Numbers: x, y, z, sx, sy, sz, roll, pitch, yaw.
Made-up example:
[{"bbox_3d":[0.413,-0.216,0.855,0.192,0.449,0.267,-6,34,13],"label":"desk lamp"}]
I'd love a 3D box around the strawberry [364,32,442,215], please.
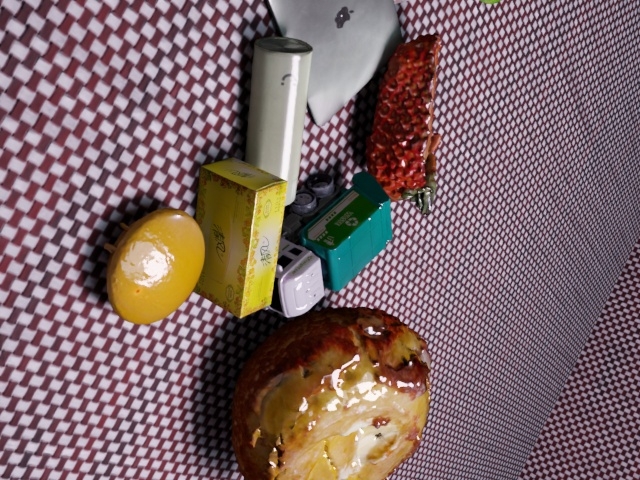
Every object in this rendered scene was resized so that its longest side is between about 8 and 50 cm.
[{"bbox_3d":[0.122,-0.168,1.318,0.188,0.106,0.286,-70,161,-57],"label":"strawberry"}]

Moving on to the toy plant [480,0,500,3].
[{"bbox_3d":[0.275,-0.508,1.261,0.224,0.185,0.315,-59,159,-32],"label":"toy plant"}]

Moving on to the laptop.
[{"bbox_3d":[0.024,-0.292,1.152,0.187,0.015,0.269,-45,145,-15],"label":"laptop"}]

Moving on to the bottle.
[{"bbox_3d":[-0.055,-0.145,1.103,0.072,0.072,0.201,-26,132,-47],"label":"bottle"}]

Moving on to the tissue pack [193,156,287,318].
[{"bbox_3d":[-0.105,-0.004,1.107,0.062,0.095,0.176,-23,131,-47],"label":"tissue pack"}]

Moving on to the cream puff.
[{"bbox_3d":[0.011,0.233,1.326,0.351,0.228,0.350,-18,132,-21],"label":"cream puff"}]

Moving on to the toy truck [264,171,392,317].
[{"bbox_3d":[0.000,0.000,1.251,0.253,0.124,0.114,-44,141,-35],"label":"toy truck"}]

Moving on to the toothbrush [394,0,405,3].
[{"bbox_3d":[0.138,-0.357,1.285,0.307,0.030,0.025,-25,136,-47],"label":"toothbrush"}]

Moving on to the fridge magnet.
[{"bbox_3d":[-0.192,0.029,1.029,0.143,0.063,0.143,-35,137,-41],"label":"fridge magnet"}]
